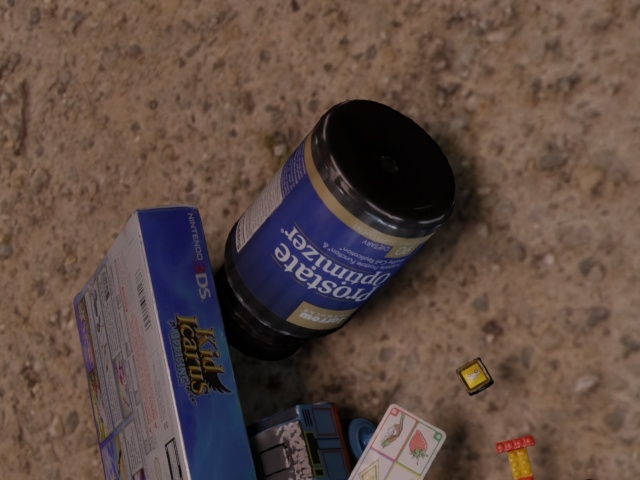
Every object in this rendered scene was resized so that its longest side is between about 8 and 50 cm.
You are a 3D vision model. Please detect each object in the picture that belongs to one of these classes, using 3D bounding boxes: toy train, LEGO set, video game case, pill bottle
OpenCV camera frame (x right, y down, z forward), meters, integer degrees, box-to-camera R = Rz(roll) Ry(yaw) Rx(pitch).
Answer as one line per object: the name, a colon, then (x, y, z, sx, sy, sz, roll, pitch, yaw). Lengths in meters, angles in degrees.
toy train: (0.006, 0.214, 1.217, 0.080, 0.105, 0.184, -26, 70, 35)
LEGO set: (0.094, 0.212, 1.121, 0.182, 0.060, 0.244, 29, 85, 14)
video game case: (-0.134, 0.137, 1.304, 0.244, 0.061, 0.269, 138, 123, -61)
pill bottle: (0.000, 0.000, 1.220, 0.219, 0.123, 0.123, -49, 57, 41)
